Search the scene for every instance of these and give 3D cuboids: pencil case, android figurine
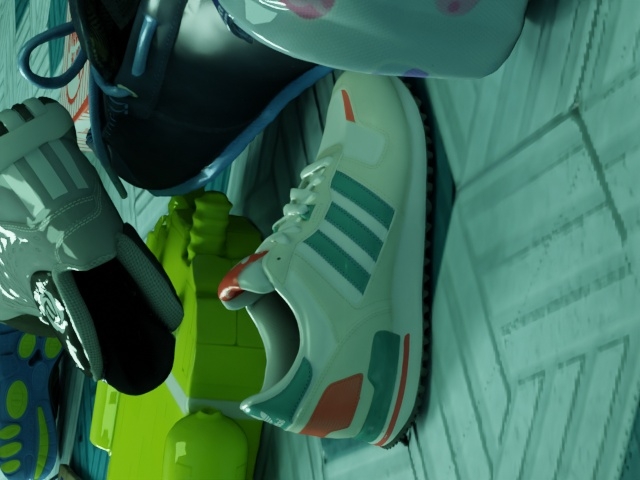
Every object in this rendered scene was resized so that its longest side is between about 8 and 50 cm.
[{"bbox_3d":[0.044,-0.185,0.558,0.124,0.113,0.273,-117,36,-47],"label":"pencil case"},{"bbox_3d":[-0.078,0.098,0.966,0.248,0.056,0.272,-132,49,-68],"label":"android figurine"}]

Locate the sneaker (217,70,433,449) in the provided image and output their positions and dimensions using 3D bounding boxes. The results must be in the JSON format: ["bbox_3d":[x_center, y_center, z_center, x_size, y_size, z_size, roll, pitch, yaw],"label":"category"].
[{"bbox_3d":[0.000,0.000,0.702,0.057,0.075,0.161,139,135,-66],"label":"sneaker"}]

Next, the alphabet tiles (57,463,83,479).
[{"bbox_3d":[-0.195,0.279,1.358,0.237,0.009,0.198,-177,92,-73],"label":"alphabet tiles"}]

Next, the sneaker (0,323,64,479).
[{"bbox_3d":[-0.247,0.107,1.489,0.078,0.067,0.188,-168,82,-70],"label":"sneaker"}]

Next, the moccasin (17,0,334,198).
[{"bbox_3d":[-0.060,-0.120,0.838,0.342,0.117,0.137,-36,32,62],"label":"moccasin"}]

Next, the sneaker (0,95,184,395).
[{"bbox_3d":[-0.121,0.034,0.897,0.132,0.086,0.228,53,167,19],"label":"sneaker"}]

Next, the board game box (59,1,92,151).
[{"bbox_3d":[-0.158,-0.175,1.334,0.147,0.045,0.193,151,123,-70],"label":"board game box"}]
